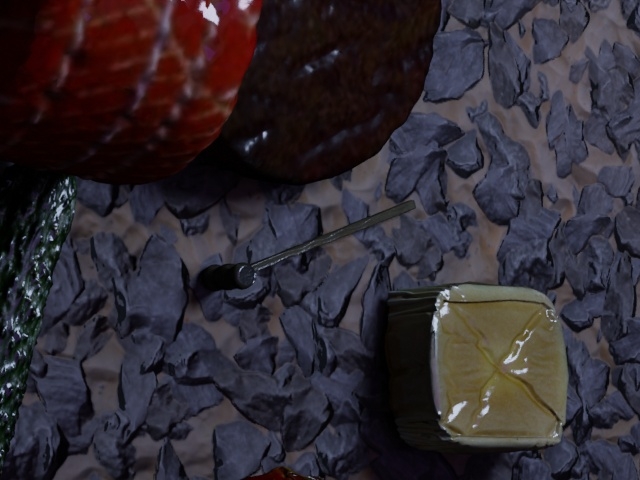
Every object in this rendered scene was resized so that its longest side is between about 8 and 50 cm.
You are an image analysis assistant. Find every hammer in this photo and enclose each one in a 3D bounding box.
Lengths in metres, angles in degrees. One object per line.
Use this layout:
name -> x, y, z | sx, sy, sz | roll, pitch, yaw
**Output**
hammer -> 0.000, 0.000, 1.720 | 0.292, 0.058, 0.029 | -22, 103, -41

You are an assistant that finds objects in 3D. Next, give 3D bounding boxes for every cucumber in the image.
cucumber -> -0.298, 0.079, 1.462 | 0.096, 0.096, 0.359 | 20, 75, -34

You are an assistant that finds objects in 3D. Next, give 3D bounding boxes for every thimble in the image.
thimble -> -0.222, -0.222, 1.369 | 0.231, 0.350, 0.350 | 10, 83, -38

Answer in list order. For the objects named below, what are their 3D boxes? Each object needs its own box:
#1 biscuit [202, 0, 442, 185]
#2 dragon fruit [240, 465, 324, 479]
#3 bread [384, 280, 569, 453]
biscuit -> -0.030, -0.259, 1.640 | 0.407, 0.091, 0.407 | -8, 101, -45
dragon fruit -> -0.080, 0.299, 1.613 | 0.246, 0.125, 0.125 | -5, 60, -17
bread -> 0.172, 0.142, 1.799 | 0.210, 0.110, 0.192 | 1, 82, -37
